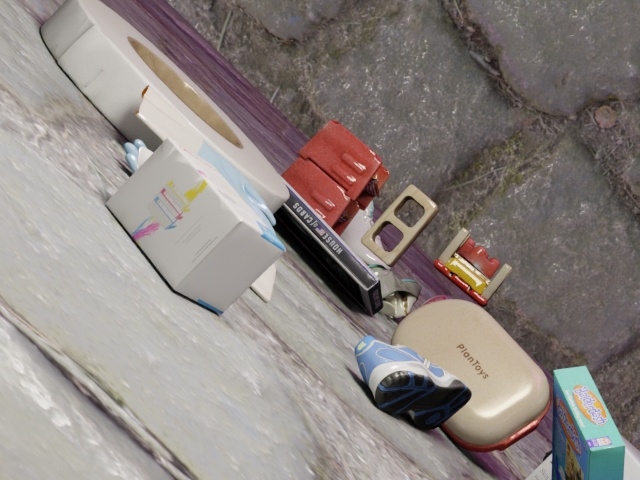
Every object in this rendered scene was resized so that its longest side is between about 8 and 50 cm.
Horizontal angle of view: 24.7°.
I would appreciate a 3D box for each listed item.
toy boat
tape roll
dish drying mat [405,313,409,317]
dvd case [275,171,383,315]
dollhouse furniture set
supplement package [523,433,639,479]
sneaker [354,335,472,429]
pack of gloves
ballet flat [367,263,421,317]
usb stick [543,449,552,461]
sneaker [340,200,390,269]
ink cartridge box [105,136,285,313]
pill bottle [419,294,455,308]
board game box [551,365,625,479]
[{"bbox_3d":[0.191,0.191,1.928,0.231,0.151,0.151,50,-22,31],"label":"toy boat"},{"bbox_3d":[-0.199,-0.168,1.903,0.392,0.072,0.392,45,6,-6],"label":"tape roll"},{"bbox_3d":[0.133,0.115,2.462,0.032,0.008,0.083,47,7,23],"label":"dish drying mat"},{"bbox_3d":[0.000,0.000,2.110,0.238,0.029,0.179,47,-6,14],"label":"dvd case"},{"bbox_3d":[0.112,-0.011,2.296,0.374,0.152,0.201,41,2,9],"label":"dollhouse furniture set"},{"bbox_3d":[0.438,0.400,1.993,0.204,0.145,0.262,40,8,-38],"label":"supplement package"},{"bbox_3d":[0.110,0.163,1.714,0.081,0.080,0.211,53,9,33],"label":"sneaker"},{"bbox_3d":[-0.141,-0.046,1.652,0.232,0.046,0.195,44,25,-19],"label":"pack of gloves"},{"bbox_3d":[0.110,0.090,2.304,0.213,0.072,0.068,29,45,-65],"label":"ballet flat"},{"bbox_3d":[0.430,0.389,2.451,0.077,0.045,0.278,40,4,22],"label":"usb stick"},{"bbox_3d":[0.070,-0.034,2.625,0.212,0.094,0.080,49,6,27],"label":"sneaker"},{"bbox_3d":[-0.121,-0.019,1.365,0.143,0.090,0.092,48,7,31],"label":"ink cartridge box"},{"bbox_3d":[0.212,0.154,2.370,0.087,0.087,0.160,43,6,-19],"label":"pill bottle"},{"bbox_3d":[0.334,0.289,1.844,0.160,0.047,0.210,-105,-172,-56],"label":"board game box"}]
